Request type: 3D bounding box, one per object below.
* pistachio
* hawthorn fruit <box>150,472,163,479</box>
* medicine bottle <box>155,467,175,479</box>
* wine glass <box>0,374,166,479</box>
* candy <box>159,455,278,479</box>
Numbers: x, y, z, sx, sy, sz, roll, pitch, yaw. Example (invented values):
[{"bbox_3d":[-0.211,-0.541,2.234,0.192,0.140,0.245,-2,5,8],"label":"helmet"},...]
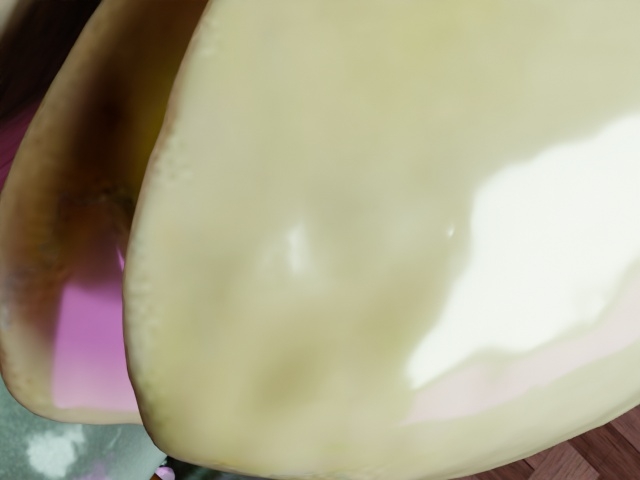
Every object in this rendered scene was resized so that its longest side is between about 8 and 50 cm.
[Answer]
[{"bbox_3d":[0.052,-0.049,0.431,0.193,0.214,0.318,13,-144,41],"label":"pistachio"},{"bbox_3d":[-0.206,0.277,1.157,0.284,0.284,0.284,-45,179,-1],"label":"hawthorn fruit"},{"bbox_3d":[-0.263,0.278,1.674,0.258,0.143,0.143,-44,179,9],"label":"medicine bottle"},{"bbox_3d":[-0.100,0.056,0.550,0.231,0.103,0.103,-45,179,-24],"label":"wine glass"},{"bbox_3d":[0.006,0.003,1.174,0.398,0.172,0.263,-58,-174,-15],"label":"candy"}]
